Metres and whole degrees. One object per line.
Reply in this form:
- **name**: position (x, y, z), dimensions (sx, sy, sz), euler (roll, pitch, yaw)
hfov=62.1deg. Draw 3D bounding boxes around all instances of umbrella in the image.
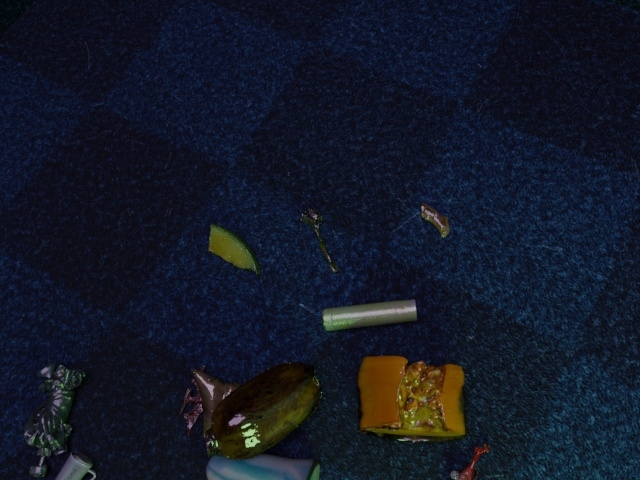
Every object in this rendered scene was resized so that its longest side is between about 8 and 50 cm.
- **umbrella**: position (-0.860, 0.568, 1.697), dimensions (0.143, 0.094, 0.349), euler (4, 71, 14)

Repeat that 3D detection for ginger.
- **ginger**: position (0.392, -0.074, 1.818), dimensions (0.137, 0.044, 0.057), euler (45, 50, 15)

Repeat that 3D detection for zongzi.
- **zongzi**: position (-0.338, 0.505, 1.615), dimensions (0.197, 0.099, 0.195), euler (29, 74, -17)

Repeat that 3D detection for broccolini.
- **broccolini**: position (0.006, -0.001, 1.851), dimensions (0.057, 0.071, 0.254), euler (-10, 68, -42)

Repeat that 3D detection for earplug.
- **earplug**: position (-0.180, 0.686, 1.521), dimensions (0.323, 0.185, 0.185), euler (8, 69, 15)

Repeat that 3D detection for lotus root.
- **lotus root**: position (-0.162, 0.495, 1.547), dimensions (0.397, 0.179, 0.196), euler (-25, 89, -29)

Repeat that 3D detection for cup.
- **cup**: position (-0.753, 0.725, 1.639), dimensions (0.104, 0.074, 0.116), euler (35, 79, -11)

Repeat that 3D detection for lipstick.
- **lipstick**: position (0.154, 0.240, 1.705), dimensions (0.304, 0.076, 0.076), euler (-6, 68, 4)

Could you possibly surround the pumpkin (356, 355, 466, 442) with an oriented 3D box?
- **pumpkin**: position (0.255, 0.455, 1.510), dimensions (0.303, 0.256, 0.226), euler (15, 64, -12)

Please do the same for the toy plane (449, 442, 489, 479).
- **toy plane**: position (0.411, 0.655, 1.492), dimensions (0.077, 0.126, 0.194), euler (8, 68, 40)

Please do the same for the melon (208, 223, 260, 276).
- **melon**: position (-0.306, 0.039, 1.861), dimensions (0.261, 0.053, 0.114), euler (38, 85, 20)

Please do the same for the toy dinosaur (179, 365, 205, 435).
- **toy dinosaur**: position (-0.389, 0.510, 1.691), dimensions (0.108, 0.032, 0.220), euler (7, 71, 7)
